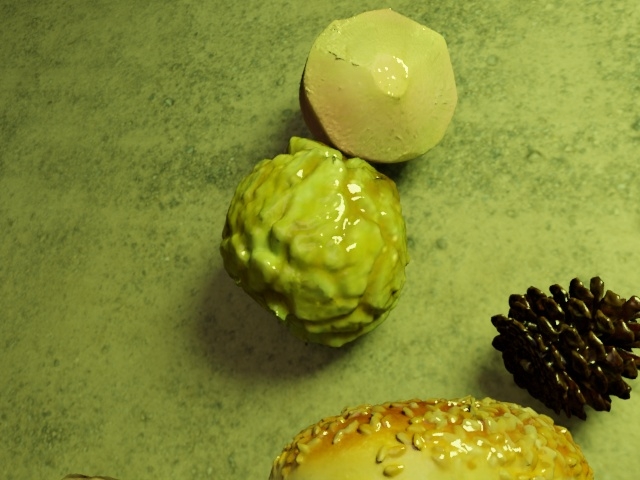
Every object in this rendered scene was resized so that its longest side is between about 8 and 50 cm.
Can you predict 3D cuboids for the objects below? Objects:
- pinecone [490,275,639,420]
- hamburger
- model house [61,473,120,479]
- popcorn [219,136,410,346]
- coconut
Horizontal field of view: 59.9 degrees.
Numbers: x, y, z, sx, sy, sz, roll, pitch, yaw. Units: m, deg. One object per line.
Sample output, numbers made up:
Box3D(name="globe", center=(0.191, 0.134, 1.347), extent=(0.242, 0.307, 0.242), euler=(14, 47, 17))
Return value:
Box3D(name="pinecone", center=(0.305, 0.116, 0.650), extent=(0.165, 0.163, 0.163), euler=(-23, 56, -10))
Box3D(name="hamburger", center=(0.109, 0.294, 0.548), extent=(0.330, 0.330, 0.250), euler=(-18, 58, 15))
Box3D(name="model house", center=(-0.295, 0.470, 0.712), extent=(0.237, 0.202, 0.237), euler=(18, 75, 31))
Box3D(name="popcorn", center=(-0.001, 0.008, 0.775), extent=(0.247, 0.282, 0.282), euler=(-37, 56, -11))
Box3D(name="coconut", center=(0.085, -0.230, 0.848), extent=(0.233, 0.233, 0.245), euler=(-46, 12, -2))
